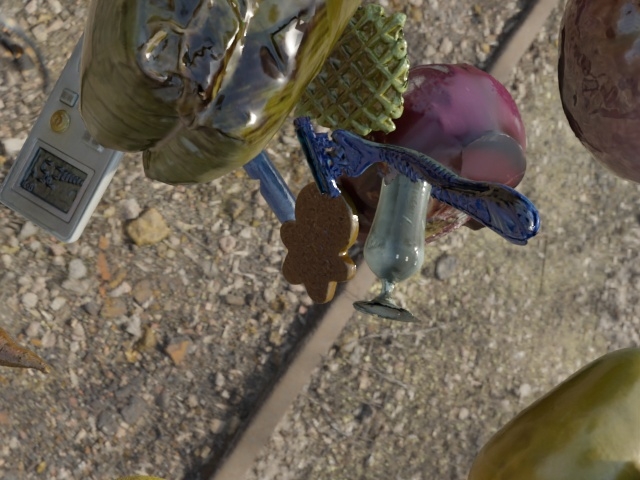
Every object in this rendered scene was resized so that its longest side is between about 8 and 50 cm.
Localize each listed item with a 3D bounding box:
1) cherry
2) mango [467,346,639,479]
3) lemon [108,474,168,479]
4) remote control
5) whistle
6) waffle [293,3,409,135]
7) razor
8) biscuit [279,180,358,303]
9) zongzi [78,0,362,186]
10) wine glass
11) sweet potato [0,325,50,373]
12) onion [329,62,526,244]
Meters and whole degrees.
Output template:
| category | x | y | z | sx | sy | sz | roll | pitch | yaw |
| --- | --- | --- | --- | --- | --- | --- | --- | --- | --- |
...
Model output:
| category | x | y | z | sx | sy | sz | roll | pitch | yaw |
| --- | --- | --- | --- | --- | --- | --- | --- | --- | --- |
| cherry | 0.326 | -0.158 | 0.662 | 0.239 | 0.206 | 0.240 | 30 | 51 | -45 |
| mango | 0.221 | 0.173 | 0.597 | 0.251 | 0.114 | 0.157 | -27 | 141 | -24 |
| lemon | -0.229 | 0.415 | 0.918 | 0.228 | 0.253 | 0.229 | 13 | 73 | -49 |
| remote control | -0.215 | -0.153 | 0.764 | 0.313 | 0.109 | 0.055 | -61 | 161 | 1 |
| whistle | -0.085 | -0.088 | 1.540 | 0.062 | 0.062 | 0.304 | -51 | 130 | -22 |
| waffle | 0.040 | -0.264 | 1.127 | 0.054 | 0.207 | 0.214 | -34 | 133 | -47 |
| razor | 0.083 | -0.059 | 0.658 | 0.056 | 0.324 | 0.093 | -34 | 119 | -19 |
| biscuit | 0.000 | 0.000 | 1.328 | 0.039 | 0.180 | 0.236 | -21 | 139 | -44 |
| zongzi | -0.093 | -0.212 | 0.383 | 0.300 | 0.145 | 0.274 | 47 | 49 | -24 |
| wine glass | 0.046 | 0.004 | 0.428 | 0.042 | 0.039 | 0.083 | 14 | 72 | -6 |
| sweet potato | -0.487 | 0.143 | 1.066 | 0.226 | 0.068 | 0.068 | 30 | 73 | 5 |
| onion | 0.179 | -0.208 | 1.403 | 0.398 | 0.398 | 0.421 | 9 | 50 | -37 |
